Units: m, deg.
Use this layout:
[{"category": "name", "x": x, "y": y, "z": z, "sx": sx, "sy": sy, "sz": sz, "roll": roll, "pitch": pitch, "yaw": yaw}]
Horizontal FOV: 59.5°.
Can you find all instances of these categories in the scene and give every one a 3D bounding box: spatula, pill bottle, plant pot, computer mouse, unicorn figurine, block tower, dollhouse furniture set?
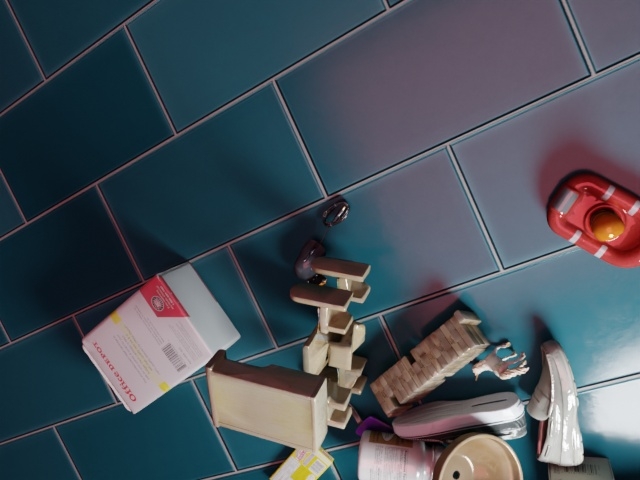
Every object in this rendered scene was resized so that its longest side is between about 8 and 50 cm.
[{"category": "spatula", "x": 0.074, "y": 0.464, "z": 1.558, "sx": 0.296, "sy": 0.030, "sz": 0.084, "roll": 39, "pitch": 116, "yaw": 7}, {"category": "pill bottle", "x": 0.219, "y": 0.581, "z": 1.474, "sx": 0.229, "sy": 0.131, "sz": 0.131, "roll": 4, "pitch": 105, "yaw": 12}, {"category": "plant pot", "x": 0.349, "y": 0.568, "z": 1.322, "sx": 0.238, "sy": 0.237, "sz": 0.109, "roll": 63, "pitch": 159, "yaw": -3}, {"category": "computer mouse", "x": 0.000, "y": 0.000, "z": 1.450, "sx": 0.071, "sy": 0.041, "sz": 0.242, "roll": 34, "pitch": 106, "yaw": 19}, {"category": "unicorn figurine", "x": 0.428, "y": 0.297, "z": 1.349, "sx": 0.111, "sy": 0.162, "sz": 0.060, "roll": -31, "pitch": 86, "yaw": -3}, {"category": "block tower", "x": 0.268, "y": 0.314, "z": 1.397, "sx": 0.335, "sy": 0.090, "sz": 0.097, "roll": -48, "pitch": 54, "yaw": 23}, {"category": "dollhouse furniture set", "x": -0.057, "y": 0.279, "z": 1.342, "sx": 0.256, "sy": 0.394, "sz": 0.362, "roll": 9, "pitch": 119, "yaw": 19}]

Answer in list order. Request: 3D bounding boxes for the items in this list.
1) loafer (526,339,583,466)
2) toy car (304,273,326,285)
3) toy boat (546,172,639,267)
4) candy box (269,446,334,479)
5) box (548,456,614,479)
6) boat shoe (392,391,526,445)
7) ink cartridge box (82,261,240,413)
[{"category": "loafer", "x": 0.544, "y": 0.388, "z": 1.318, "sx": 0.111, "sy": 0.112, "sz": 0.320, "roll": -8, "pitch": 101, "yaw": 14}, {"category": "toy car", "x": 0.021, "y": 0.130, "z": 1.482, "sx": 0.122, "sy": 0.060, "sz": 0.041, "roll": 21, "pitch": 142, "yaw": 21}, {"category": "toy boat", "x": 0.597, "y": -0.034, "z": 1.168, "sx": 0.231, "sy": 0.151, "sz": 0.151, "roll": 32, "pitch": 113, "yaw": 11}, {"category": "candy box", "x": -0.058, "y": 0.680, "z": 1.665, "sx": 0.105, "sy": 0.027, "sz": 0.206, "roll": 41, "pitch": 113, "yaw": 9}, {"category": "box", "x": 0.638, "y": 0.694, "z": 1.354, "sx": 0.147, "sy": 0.121, "sz": 0.311, "roll": -3, "pitch": 102, "yaw": 21}, {"category": "boat shoe", "x": 0.349, "y": 0.474, "z": 1.407, "sx": 0.335, "sy": 0.121, "sz": 0.119, "roll": -15, "pitch": 98, "yaw": 23}, {"category": "ink cartridge box", "x": -0.474, "y": 0.287, "z": 1.648, "sx": 0.384, "sy": 0.160, "sz": 0.279, "roll": -36, "pitch": 89, "yaw": 24}]
